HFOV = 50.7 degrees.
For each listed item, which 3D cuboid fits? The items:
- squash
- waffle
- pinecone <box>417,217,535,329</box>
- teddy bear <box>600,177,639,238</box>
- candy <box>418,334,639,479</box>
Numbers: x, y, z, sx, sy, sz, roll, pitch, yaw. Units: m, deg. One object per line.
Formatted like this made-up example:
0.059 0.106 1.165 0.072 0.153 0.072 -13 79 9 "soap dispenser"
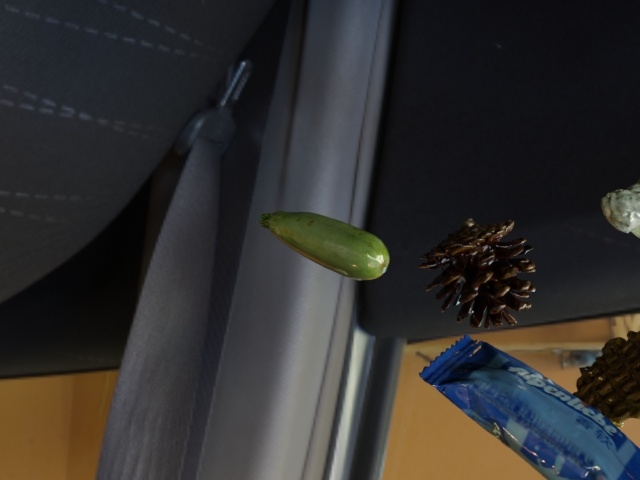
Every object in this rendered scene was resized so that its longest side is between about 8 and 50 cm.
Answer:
0.006 -0.001 1.574 0.370 0.118 0.118 21 -176 39 "squash"
0.698 0.301 1.525 0.068 0.325 0.302 46 148 -2 "waffle"
0.362 0.079 1.508 0.264 0.264 0.264 1 169 0 "pinecone"
0.837 -0.163 1.415 0.375 0.327 0.362 -30 164 -41 "teddy bear"
0.298 0.243 0.912 0.331 0.077 0.187 37 -152 25 "candy"
